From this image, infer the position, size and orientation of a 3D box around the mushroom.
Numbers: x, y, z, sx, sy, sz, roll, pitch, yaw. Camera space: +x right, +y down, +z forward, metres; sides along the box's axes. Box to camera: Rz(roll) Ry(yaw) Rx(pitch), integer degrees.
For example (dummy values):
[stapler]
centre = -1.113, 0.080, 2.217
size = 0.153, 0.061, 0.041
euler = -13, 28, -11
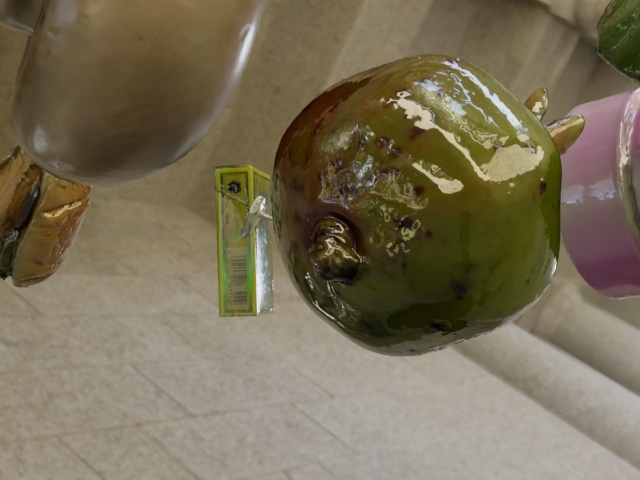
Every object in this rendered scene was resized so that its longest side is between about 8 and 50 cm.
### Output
[mushroom]
centre = -0.206, -0.235, 1.009
size = 0.295, 0.362, 0.362
euler = 21, -77, -17

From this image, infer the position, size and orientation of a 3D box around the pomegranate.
[pomegranate]
centre = 0.084, -0.039, 0.708
size = 0.246, 0.198, 0.198
euler = -35, -34, -11

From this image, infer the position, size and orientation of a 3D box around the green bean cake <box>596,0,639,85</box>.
[green bean cake]
centre = 0.431, -0.224, 1.231
size = 0.125, 0.222, 0.248
euler = -58, -4, 26

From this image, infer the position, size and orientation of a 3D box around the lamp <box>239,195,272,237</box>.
[lamp]
centre = 0.000, 0.000, 1.314
size = 0.056, 0.198, 0.050
euler = 105, -174, -57

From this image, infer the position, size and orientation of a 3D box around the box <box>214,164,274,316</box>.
[box]
centre = -0.112, 0.003, 1.606
size = 0.141, 0.064, 0.219
euler = 11, -102, -81

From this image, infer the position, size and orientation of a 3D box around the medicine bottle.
[medicine bottle]
centre = 0.403, -0.061, 0.983
size = 0.212, 0.326, 0.212
euler = 13, -108, -46

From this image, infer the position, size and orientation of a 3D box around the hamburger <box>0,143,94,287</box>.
[hamburger]
centre = -0.350, -0.047, 1.394
size = 0.135, 0.155, 0.208
euler = 18, -44, -34
